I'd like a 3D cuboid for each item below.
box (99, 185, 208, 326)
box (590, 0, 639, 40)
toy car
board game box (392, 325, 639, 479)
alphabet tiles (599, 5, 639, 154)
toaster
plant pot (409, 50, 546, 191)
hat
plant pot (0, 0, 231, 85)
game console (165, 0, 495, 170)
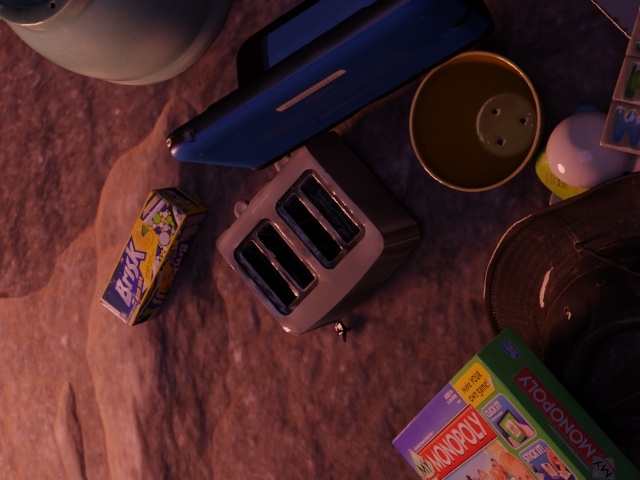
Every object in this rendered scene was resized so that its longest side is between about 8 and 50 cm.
[{"bbox_3d":[-0.205,0.020,1.235,0.059,0.054,0.169,36,111,18],"label":"box"},{"bbox_3d":[0.383,-0.257,0.873,0.184,0.103,0.261,49,115,9],"label":"box"},{"bbox_3d":[0.297,-0.073,0.933,0.182,0.159,0.136,16,68,23],"label":"toy car"},{"bbox_3d":[0.187,0.225,0.960,0.213,0.046,0.317,48,157,13],"label":"board game box"},{"bbox_3d":[0.369,-0.144,0.809,0.237,0.009,0.198,16,90,24],"label":"alphabet tiles"},{"bbox_3d":[0.000,0.000,1.098,0.185,0.110,0.168,50,116,12],"label":"toaster"},{"bbox_3d":[0.169,-0.117,1.000,0.134,0.095,0.134,3,96,30],"label":"plant pot"},{"bbox_3d":[0.279,0.105,0.881,0.331,0.134,0.331,18,135,19],"label":"hat"},{"bbox_3d":[-0.270,-0.324,1.141,0.293,0.196,0.293,4,99,27],"label":"plant pot"},{"bbox_3d":[-0.002,-0.207,0.974,0.293,0.250,0.173,-29,78,24],"label":"game console"}]
